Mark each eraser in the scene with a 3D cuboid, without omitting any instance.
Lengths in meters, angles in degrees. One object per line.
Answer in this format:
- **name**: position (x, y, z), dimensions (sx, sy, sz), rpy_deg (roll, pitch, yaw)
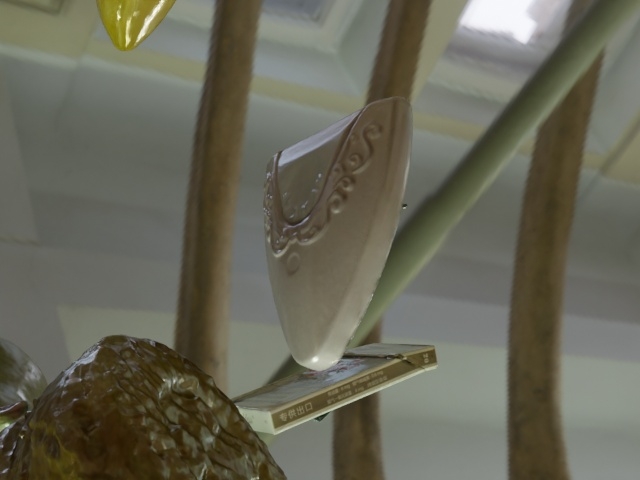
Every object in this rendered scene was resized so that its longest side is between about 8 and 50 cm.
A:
- **eraser**: position (-0.001, 0.000, 1.082), dimensions (0.059, 0.204, 0.243), rpy_deg (22, -119, -33)

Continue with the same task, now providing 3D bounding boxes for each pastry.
- **pastry**: position (-0.098, 0.176, 0.763), dimensions (0.235, 0.132, 0.240), rpy_deg (47, -166, 14)

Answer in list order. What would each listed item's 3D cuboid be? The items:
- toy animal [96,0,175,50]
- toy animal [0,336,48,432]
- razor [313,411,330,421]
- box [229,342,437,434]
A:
- **toy animal**: position (-0.070, -0.190, 0.442), dimensions (0.156, 0.229, 0.156), rpy_deg (-6, -119, 10)
- **toy animal**: position (-0.352, 0.194, 1.113), dimensions (0.181, 0.181, 0.363), rpy_deg (-2, -169, -12)
- **razor**: position (-0.006, 0.154, 1.618), dimensions (0.106, 0.232, 0.068), rpy_deg (-42, -124, -17)
- **box**: position (0.007, 0.142, 1.147), dimensions (0.198, 0.109, 0.029), rpy_deg (-18, -84, -31)
